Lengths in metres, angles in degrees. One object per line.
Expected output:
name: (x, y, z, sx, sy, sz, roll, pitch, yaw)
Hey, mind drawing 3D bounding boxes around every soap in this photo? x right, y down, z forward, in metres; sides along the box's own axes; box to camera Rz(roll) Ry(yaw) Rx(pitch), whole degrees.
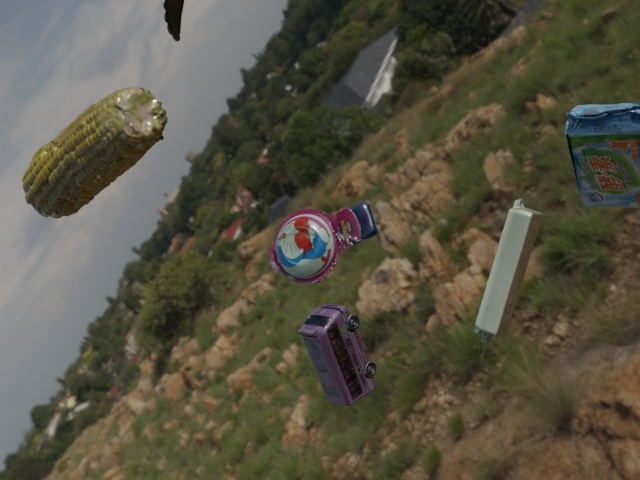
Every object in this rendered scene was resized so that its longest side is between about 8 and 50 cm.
soap: (0.575, -0.162, 1.337, 0.156, 0.293, 0.077, 4, 56, 33)

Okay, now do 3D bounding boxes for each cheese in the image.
cheese: (0.000, 0.000, 0.825, 0.145, 0.095, 0.038, -24, -17, 20)

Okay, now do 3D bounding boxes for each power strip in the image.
power strip: (0.418, 0.077, 1.530, 0.098, 0.058, 0.338, -4, -69, -59)

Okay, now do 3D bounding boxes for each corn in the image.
corn: (-0.272, -0.096, 0.792, 0.288, 0.086, 0.087, -23, 35, 45)

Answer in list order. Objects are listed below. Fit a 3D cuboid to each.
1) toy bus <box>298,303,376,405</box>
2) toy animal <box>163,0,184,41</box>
toy bus: (0.031, 0.212, 1.274, 0.098, 0.178, 0.086, -31, 18, -34)
toy animal: (-0.167, -0.384, 0.767, 0.272, 0.160, 0.197, -14, 69, 53)
